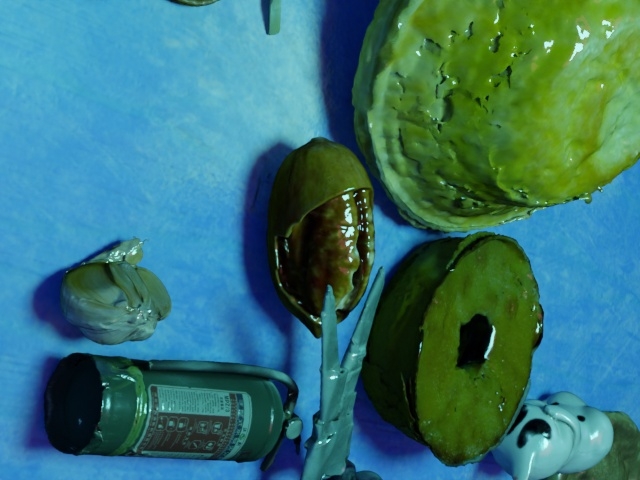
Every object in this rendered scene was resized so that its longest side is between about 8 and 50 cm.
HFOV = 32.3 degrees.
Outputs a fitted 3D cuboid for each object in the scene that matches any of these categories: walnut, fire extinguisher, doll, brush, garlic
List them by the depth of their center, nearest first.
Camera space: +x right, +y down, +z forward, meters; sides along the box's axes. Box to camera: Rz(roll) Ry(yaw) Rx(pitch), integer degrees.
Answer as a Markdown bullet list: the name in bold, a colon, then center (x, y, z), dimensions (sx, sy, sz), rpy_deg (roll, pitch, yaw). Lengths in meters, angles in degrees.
- **garlic**: center (-0.179, 0.056, 0.979), dimensions (0.113, 0.094, 0.074), rpy_deg (-6, 135, -42)
- **fire extinguisher**: center (-0.110, 0.164, 1.051), dimensions (0.294, 0.093, 0.118), rpy_deg (14, 104, -43)
- **brush**: center (-0.041, -0.239, 1.075), dimensions (0.016, 0.013, 0.084), rpy_deg (-33, 139, -44)
- **walnut**: center (0.000, 0.000, 1.106), dimensions (0.115, 0.115, 0.207), rpy_deg (-7, 107, -42)
- **doll**: center (0.295, 0.254, 1.433), dimensions (0.180, 0.110, 0.107), rpy_deg (6, 111, -44)

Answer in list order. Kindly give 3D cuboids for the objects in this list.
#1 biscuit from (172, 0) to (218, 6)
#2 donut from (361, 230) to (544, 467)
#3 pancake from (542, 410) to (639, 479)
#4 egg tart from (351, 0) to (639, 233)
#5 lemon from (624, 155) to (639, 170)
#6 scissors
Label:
- **biscuit**: center (-0.096, -0.285, 1.022), dimensions (0.175, 0.026, 0.124), rpy_deg (-26, 116, -36)
- **donut**: center (0.152, 0.118, 1.284), dimensions (0.272, 0.107, 0.272), rpy_deg (-12, 106, -46)
- **pancake**: center (0.396, 0.351, 1.589), dimensions (0.236, 0.042, 0.223), rpy_deg (24, 85, -41)
- **egg tart**: center (0.242, -0.177, 1.178), dimensions (0.443, 0.178, 0.443), rpy_deg (-20, 131, -25)
- **lemon**: center (0.399, -0.125, 1.483), dimensions (0.092, 0.065, 0.065), rpy_deg (-31, 118, -40)
- **scissors**: center (0.007, 0.203, 1.129), dimensions (0.256, 0.029, 0.384), rpy_deg (-23, 131, -46)
